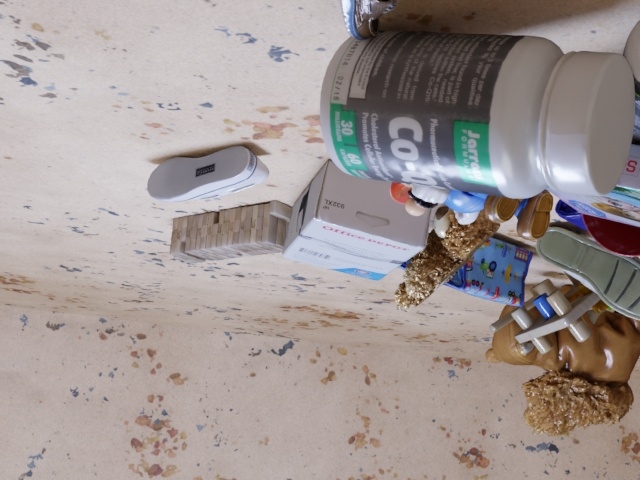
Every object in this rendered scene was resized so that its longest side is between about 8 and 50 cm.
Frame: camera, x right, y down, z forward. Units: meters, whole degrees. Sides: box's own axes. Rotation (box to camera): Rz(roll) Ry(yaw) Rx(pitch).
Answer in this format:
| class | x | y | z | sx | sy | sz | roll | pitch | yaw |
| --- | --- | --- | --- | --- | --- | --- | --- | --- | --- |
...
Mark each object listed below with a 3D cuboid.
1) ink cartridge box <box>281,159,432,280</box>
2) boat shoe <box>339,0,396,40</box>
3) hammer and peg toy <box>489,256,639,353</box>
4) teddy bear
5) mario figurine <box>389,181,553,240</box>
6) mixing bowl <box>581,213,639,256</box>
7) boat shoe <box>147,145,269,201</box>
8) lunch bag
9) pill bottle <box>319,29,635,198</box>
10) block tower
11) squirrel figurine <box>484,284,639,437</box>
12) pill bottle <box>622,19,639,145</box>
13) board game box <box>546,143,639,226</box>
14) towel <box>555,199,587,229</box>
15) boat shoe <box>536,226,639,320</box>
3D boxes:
| class | x | y | z | sx | sy | sz | roll | pitch | yaw |
| --- | --- | --- | --- | --- | --- | --- | --- | --- | --- |
| ink cartridge box | 0.069 | -0.032 | 2.012 | 0.223 | 0.129 | 0.307 | 15 | 163 | -10 |
| boat shoe | 0.059 | -0.299 | 1.215 | 0.066 | 0.066 | 0.183 | 0 | 164 | 13 |
| hammer and peg toy | 0.570 | 0.157 | 2.343 | 0.266 | 0.127 | 0.361 | -36 | 177 | -21 |
| teddy bear | 0.244 | 0.021 | 2.053 | 0.113 | 0.245 | 0.338 | 47 | 164 | 9 |
| mario figurine | 0.212 | -0.067 | 1.613 | 0.320 | 0.170 | 0.198 | 29 | 148 | 53 |
| mixing bowl | 0.559 | -0.065 | 1.749 | 0.181 | 0.181 | 0.098 | -8 | 179 | 39 |
| boat shoe | -0.215 | -0.112 | 1.904 | 0.258 | 0.095 | 0.084 | -5 | 157 | 34 |
| lunch bag | 0.306 | 0.057 | 2.349 | 0.221 | 0.138 | 0.293 | 16 | 173 | -39 |
| pill bottle | 0.198 | -0.163 | 1.282 | 0.361 | 0.204 | 0.204 | 10 | 169 | 33 |
| block tower | -0.201 | -0.013 | 2.253 | 0.336 | 0.097 | 0.091 | -10 | 160 | 38 |
| squirrel figurine | 0.630 | 0.317 | 2.624 | 0.371 | 0.396 | 0.281 | 2 | 171 | -25 |
| pill bottle | 0.458 | -0.198 | 1.336 | 0.131 | 0.130 | 0.245 | 2 | 164 | 10 |
| board game box | 0.484 | -0.072 | 1.487 | 0.318 | 0.065 | 0.319 | 17 | 177 | 37 |
| towel | 0.627 | -0.044 | 1.958 | 0.228 | 0.076 | 0.308 | 1 | 166 | 40 |
| boat shoe | 0.603 | 0.063 | 2.104 | 0.302 | 0.113 | 0.103 | 38 | -162 | 27 |
